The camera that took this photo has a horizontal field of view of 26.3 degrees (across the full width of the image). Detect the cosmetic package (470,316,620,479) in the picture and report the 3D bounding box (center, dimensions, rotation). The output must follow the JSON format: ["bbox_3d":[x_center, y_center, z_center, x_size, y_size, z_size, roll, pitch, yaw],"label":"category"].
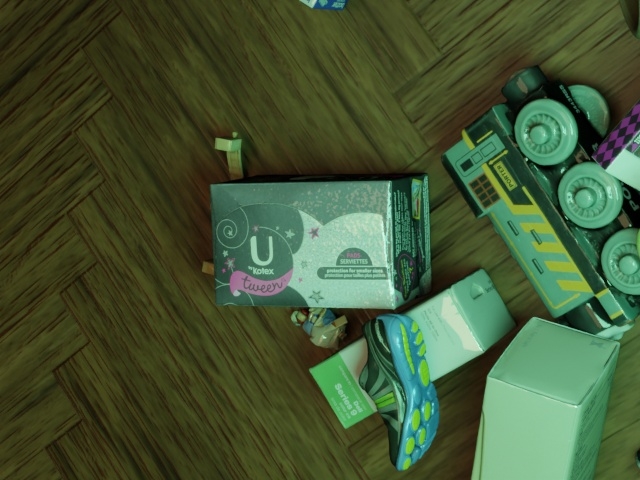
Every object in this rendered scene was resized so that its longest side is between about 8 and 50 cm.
[{"bbox_3d":[0.250,0.266,1.593,0.113,0.160,0.309,16,119,23],"label":"cosmetic package"}]

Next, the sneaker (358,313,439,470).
[{"bbox_3d":[0.087,0.173,1.588,0.078,0.067,0.188,2,107,42],"label":"sneaker"}]

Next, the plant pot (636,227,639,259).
[{"bbox_3d":[0.525,-0.030,1.412,0.275,0.275,0.293,39,76,15],"label":"plant pot"}]

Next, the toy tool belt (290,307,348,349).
[{"bbox_3d":[0.003,0.101,1.787,0.083,0.052,0.051,43,112,43],"label":"toy tool belt"}]

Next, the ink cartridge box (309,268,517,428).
[{"bbox_3d":[0.116,0.130,1.680,0.212,0.154,0.093,-34,85,23],"label":"ink cartridge box"}]

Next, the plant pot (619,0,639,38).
[{"bbox_3d":[0.421,-0.367,1.450,0.229,0.263,0.263,-13,91,8],"label":"plant pot"}]

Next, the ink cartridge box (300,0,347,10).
[{"bbox_3d":[-0.063,-0.360,1.728,0.207,0.097,0.046,34,109,17],"label":"ink cartridge box"}]

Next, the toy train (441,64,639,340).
[{"bbox_3d":[0.289,-0.036,1.600,0.190,0.142,0.334,-37,84,37],"label":"toy train"}]

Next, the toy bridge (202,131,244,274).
[{"bbox_3d":[-0.122,-0.051,1.813,0.026,0.063,0.188,12,103,22],"label":"toy bridge"}]

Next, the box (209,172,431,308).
[{"bbox_3d":[0.000,0.000,1.722,0.247,0.142,0.163,1,97,24],"label":"box"}]

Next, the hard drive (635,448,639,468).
[{"bbox_3d":[0.496,0.299,1.575,0.255,0.054,0.172,45,123,12],"label":"hard drive"}]

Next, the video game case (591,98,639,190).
[{"bbox_3d":[0.442,-0.131,1.487,0.232,0.210,0.042,-51,35,20],"label":"video game case"}]
